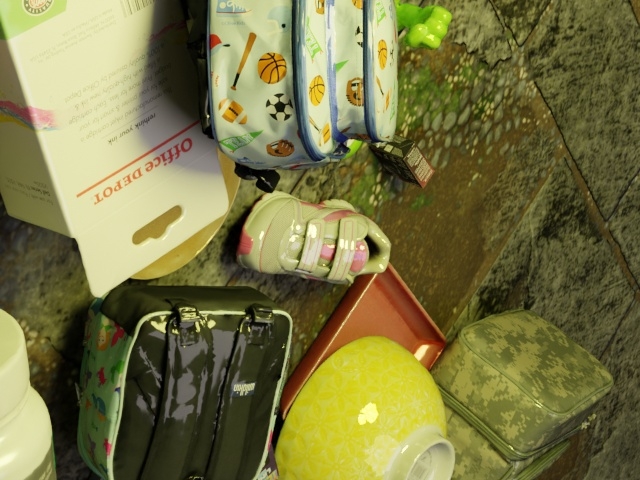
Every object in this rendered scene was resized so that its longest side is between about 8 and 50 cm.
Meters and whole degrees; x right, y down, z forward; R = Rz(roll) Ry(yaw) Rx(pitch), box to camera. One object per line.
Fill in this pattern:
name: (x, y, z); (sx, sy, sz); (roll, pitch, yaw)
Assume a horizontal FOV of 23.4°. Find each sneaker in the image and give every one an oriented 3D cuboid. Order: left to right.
sneaker: (0.000, 0.000, 1.927); (0.252, 0.111, 0.103); (-6, 114, -50)

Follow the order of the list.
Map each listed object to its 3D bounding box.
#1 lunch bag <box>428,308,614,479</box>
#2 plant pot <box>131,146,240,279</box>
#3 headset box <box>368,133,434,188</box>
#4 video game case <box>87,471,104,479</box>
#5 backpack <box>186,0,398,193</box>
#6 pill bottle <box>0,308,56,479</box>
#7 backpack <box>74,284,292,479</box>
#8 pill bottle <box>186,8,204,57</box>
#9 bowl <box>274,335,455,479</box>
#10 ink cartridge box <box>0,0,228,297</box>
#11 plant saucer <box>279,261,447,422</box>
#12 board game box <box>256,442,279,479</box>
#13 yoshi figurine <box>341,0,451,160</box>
lunch bag: (0.267, 0.265, 2.317); (0.256, 0.212, 0.305); (-56, 162, 23)
plant pot: (-0.179, -0.072, 1.729); (0.236, 0.032, 0.236); (-30, 132, -40)
headset box: (0.109, -0.107, 2.047); (0.032, 0.062, 0.083); (-56, 142, -12)
video game case: (-0.167, 0.220, 1.916); (0.274, 0.026, 0.196); (-61, 144, -5)
backpack: (-0.028, -0.185, 1.530); (0.263, 0.213, 0.277); (-18, 102, -73)
pill bottle: (-0.363, 0.255, 1.535); (0.204, 0.204, 0.361); (-29, 131, -40)
backpack: (-0.163, 0.176, 1.741); (0.225, 0.191, 0.254); (1, 102, -33)
pill bottle: (-0.104, -0.255, 1.690); (0.116, 0.065, 0.065); (-54, 143, -17)
bowl: (0.087, 0.290, 2.087); (0.289, 0.156, 0.290); (-30, 132, -40)
ink cartridge box: (-0.229, -0.147, 1.514); (0.207, 0.119, 0.354); (-35, 126, -35)
plant saucer: (0.053, 0.184, 2.155); (0.258, 0.047, 0.259); (-56, 144, -13)
board game box: (-0.133, 0.296, 1.942); (0.170, 0.048, 0.141); (-41, 139, -31)
yoshi figurine: (0.029, -0.253, 1.773); (0.203, 0.203, 0.362); (-4, 116, -33)
